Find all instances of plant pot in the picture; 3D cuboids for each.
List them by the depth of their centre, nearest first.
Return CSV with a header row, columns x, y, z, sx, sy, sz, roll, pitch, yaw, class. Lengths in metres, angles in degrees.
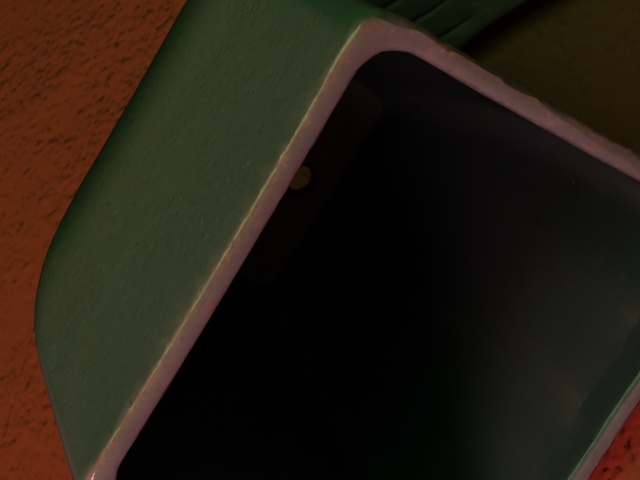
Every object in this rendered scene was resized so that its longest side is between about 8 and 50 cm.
x,y,z,sx,sy,sz,roll,pitch,yaw,class
0.000,0.000,0.874,0.248,0.247,0.252,-59,35,10,plant pot

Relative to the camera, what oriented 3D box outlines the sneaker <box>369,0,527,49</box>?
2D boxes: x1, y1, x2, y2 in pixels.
x,y,z,sx,sy,sz,roll,pitch,yaw,class
0.058,-0.158,0.979,0.258,0.094,0.091,-23,45,29,sneaker
